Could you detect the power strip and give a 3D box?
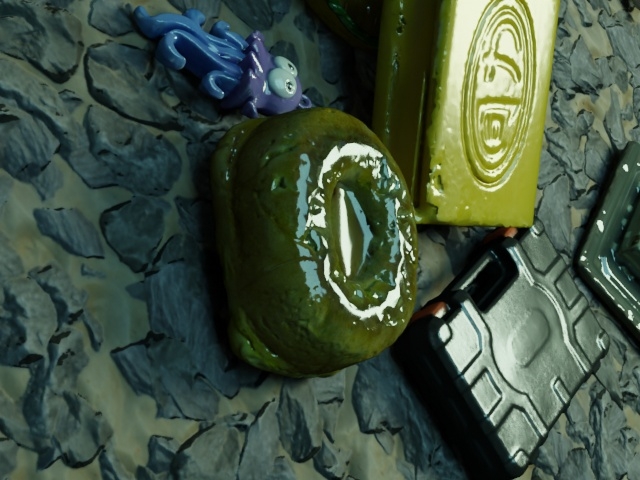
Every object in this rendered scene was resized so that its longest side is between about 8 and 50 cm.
[{"bbox_3d":[0.469,0.024,1.778,0.251,0.092,0.257,48,50,-23],"label":"power strip"}]

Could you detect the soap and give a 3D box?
[{"bbox_3d":[0.159,-0.171,1.470,0.204,0.096,0.325,0,98,-41],"label":"soap"}]

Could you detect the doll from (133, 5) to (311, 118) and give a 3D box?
[{"bbox_3d":[-0.095,-0.177,1.334,0.206,0.067,0.110,24,48,-23],"label":"doll"}]

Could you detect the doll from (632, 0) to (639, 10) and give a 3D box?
[{"bbox_3d":[0.450,-0.410,1.962,0.160,0.059,0.161,16,62,-38],"label":"doll"}]

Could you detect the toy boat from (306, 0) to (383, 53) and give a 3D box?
[{"bbox_3d":[0.046,-0.273,1.490,0.229,0.088,0.089,35,53,-30],"label":"toy boat"}]

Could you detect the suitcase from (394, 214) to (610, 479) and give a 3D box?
[{"bbox_3d":[0.212,0.116,1.507,0.285,0.066,0.206,-41,103,-45],"label":"suitcase"}]

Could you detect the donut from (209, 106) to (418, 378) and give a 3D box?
[{"bbox_3d":[0.000,0.000,1.298,0.208,0.128,0.261,1,78,-45],"label":"donut"}]
